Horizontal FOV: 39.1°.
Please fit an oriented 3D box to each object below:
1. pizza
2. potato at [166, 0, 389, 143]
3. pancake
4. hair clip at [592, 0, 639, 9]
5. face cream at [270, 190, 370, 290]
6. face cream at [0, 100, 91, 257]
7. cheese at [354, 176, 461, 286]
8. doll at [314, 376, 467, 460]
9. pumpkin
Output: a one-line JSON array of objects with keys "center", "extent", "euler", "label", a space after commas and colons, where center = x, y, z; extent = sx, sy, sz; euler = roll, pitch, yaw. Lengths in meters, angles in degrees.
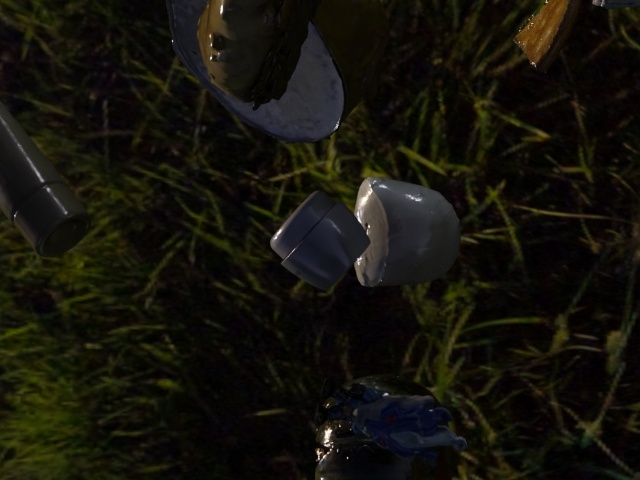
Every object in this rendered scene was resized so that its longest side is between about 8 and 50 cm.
[{"center": [0.372, -0.344, 1.504], "extent": [0.185, 0.036, 0.176], "euler": [-69, 14, -19], "label": "pizza"}, {"center": [-0.048, -0.295, 1.167], "extent": [0.246, 0.300, 0.196], "euler": [-13, 32, 41], "label": "potato"}, {"center": [0.006, -0.254, 0.539], "extent": [0.071, 0.382, 0.382], "euler": [21, 97, -5], "label": "pancake"}, {"center": [0.496, -0.345, 1.268], "extent": [0.218, 0.159, 0.071], "euler": [-1, 37, 0], "label": "hair clip"}, {"center": [0.000, 0.000, 1.200], "extent": [0.104, 0.117, 0.117], "euler": [42, 110, -2], "label": "face cream"}, {"center": [-0.433, -0.125, 1.192], "extent": [0.341, 0.084, 0.137], "euler": [48, 128, 17], "label": "face cream"}, {"center": [0.158, -0.012, 1.617], "extent": [0.154, 0.189, 0.198], "euler": [-165, 78, -73], "label": "cheese"}, {"center": [0.090, 0.228, 1.132], "extent": [0.195, 0.070, 0.096], "euler": [17, 111, 1], "label": "doll"}, {"center": [0.101, 0.365, 1.377], "extent": [0.192, 0.320, 0.320], "euler": [-3, 81, 20], "label": "pumpkin"}]
